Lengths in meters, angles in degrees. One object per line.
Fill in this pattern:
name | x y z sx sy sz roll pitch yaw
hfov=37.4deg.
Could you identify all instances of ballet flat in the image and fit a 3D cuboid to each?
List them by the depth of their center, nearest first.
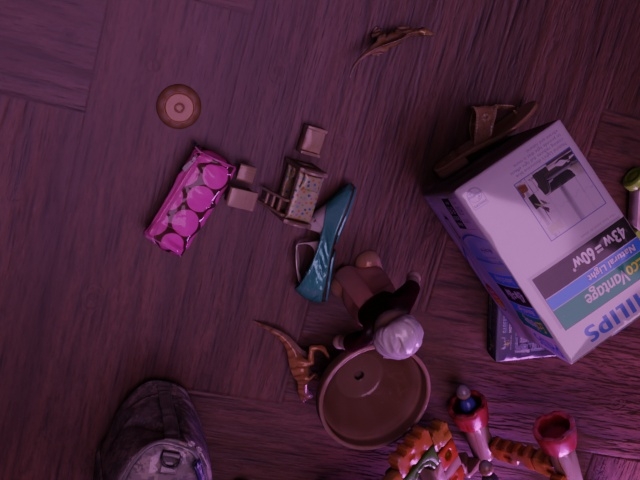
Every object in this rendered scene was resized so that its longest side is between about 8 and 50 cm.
ballet flat | 0.000 0.000 1.845 0.087 0.083 0.247 14 100 -2

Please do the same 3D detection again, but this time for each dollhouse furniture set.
dollhouse furniture set | -0.075 -0.132 1.764 0.160 0.101 0.182 12 103 -24

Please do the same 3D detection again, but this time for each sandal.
sandal | 0.309 -0.223 1.848 0.240 0.088 0.079 -37 106 6

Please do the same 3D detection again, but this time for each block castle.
block castle | 0.283 0.496 1.856 0.453 0.303 0.213 -43 123 -32

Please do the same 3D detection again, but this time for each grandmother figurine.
grandmother figurine | 0.104 0.130 1.762 0.104 0.342 0.208 37 94 -20

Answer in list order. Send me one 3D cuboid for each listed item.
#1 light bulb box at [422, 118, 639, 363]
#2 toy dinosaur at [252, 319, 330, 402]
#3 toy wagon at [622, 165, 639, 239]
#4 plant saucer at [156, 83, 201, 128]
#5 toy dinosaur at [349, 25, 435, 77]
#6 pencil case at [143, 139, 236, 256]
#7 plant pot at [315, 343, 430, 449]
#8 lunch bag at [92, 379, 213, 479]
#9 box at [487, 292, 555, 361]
light bulb box | 0.401 -0.002 1.744 0.225 0.358 0.361 -34 92 -1
toy dinosaur | -0.042 0.238 1.909 0.112 0.064 0.212 -24 109 -4
toy wagon | 0.758 -0.069 2.002 0.267 0.068 0.344 39 94 -19
plant saucer | -0.261 -0.246 1.747 0.083 0.015 0.083 -3 106 -12
toy dinosaur | 0.118 -0.367 1.757 0.183 0.092 0.053 -26 109 -5
pencil case | -0.248 -0.074 1.757 0.095 0.098 0.209 32 96 24
plant pot | 0.095 0.297 1.926 0.237 0.110 0.237 -6 110 -16
lunch bag | -0.308 0.428 1.775 0.212 0.305 0.256 8 105 -16
box | 0.448 0.133 1.991 0.183 0.059 0.233 -5 106 -10
